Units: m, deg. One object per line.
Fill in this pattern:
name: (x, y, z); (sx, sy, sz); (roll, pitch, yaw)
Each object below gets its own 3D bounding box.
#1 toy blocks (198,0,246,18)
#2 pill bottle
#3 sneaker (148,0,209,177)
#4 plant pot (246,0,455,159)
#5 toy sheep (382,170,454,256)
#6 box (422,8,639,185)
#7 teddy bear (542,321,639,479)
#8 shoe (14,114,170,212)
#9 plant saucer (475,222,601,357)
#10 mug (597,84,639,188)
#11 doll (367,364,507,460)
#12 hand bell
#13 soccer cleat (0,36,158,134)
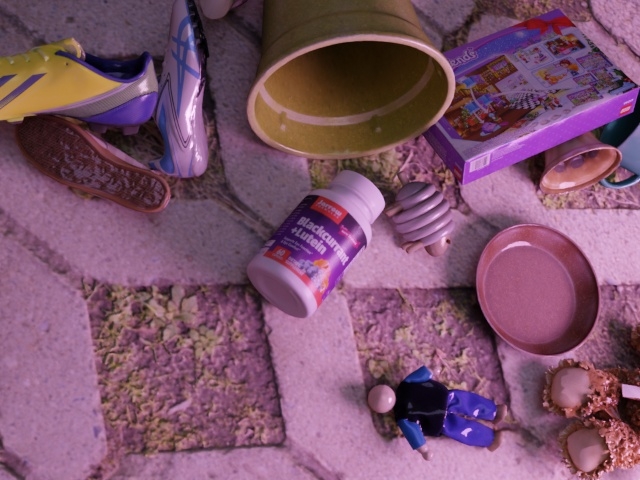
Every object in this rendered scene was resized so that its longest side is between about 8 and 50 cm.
toy blocks: (-0.180, -0.504, 1.355); (0.289, 0.309, 0.260); (21, 28, -3)
pill bottle: (0.000, 0.000, 1.325); (0.108, 0.108, 0.193); (40, 66, -2)
sneaker: (-0.189, -0.199, 1.302); (0.086, 0.085, 0.237); (3, 103, -1)
plant pot: (0.025, -0.290, 1.362); (0.276, 0.276, 0.253); (1, 62, -17)
toy sheep: (0.139, -0.037, 1.393); (0.091, 0.091, 0.132); (-34, 103, -24)
box: (0.279, -0.214, 1.445); (0.293, 0.057, 0.201); (-23, 55, -14)
teddy bear: (0.473, 0.241, 1.401); (0.338, 0.113, 0.245); (-20, 61, -21)
shoe: (-0.296, -0.095, 1.298); (0.219, 0.058, 0.076); (29, 88, -2)
plant saucer: (0.308, 0.074, 1.435); (0.199, 0.036, 0.198); (5, 71, -16)
mug: (0.499, -0.155, 1.529); (0.097, 0.157, 0.129); (30, 42, -9)
doll: (0.153, 0.232, 1.331); (0.189, 0.046, 0.129); (17, 68, -12)
hand bell: (0.352, -0.203, 1.519); (0.126, 0.126, 0.242); (-7, 62, -19)
soccer cleat: (-0.343, -0.202, 1.221); (0.289, 0.121, 0.093); (3, 38, -16)
